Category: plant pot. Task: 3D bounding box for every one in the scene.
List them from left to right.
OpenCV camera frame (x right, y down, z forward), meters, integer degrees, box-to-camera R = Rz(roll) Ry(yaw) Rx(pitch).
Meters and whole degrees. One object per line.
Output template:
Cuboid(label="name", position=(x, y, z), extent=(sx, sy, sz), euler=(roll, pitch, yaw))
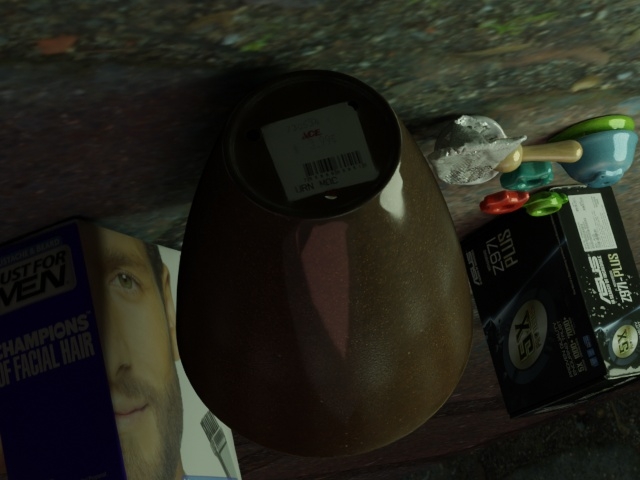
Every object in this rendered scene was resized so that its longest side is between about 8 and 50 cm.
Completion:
Cuboid(label="plant pot", position=(0.000, 0.000, 0.917), extent=(0.215, 0.215, 0.230), euler=(-12, 151, -5))

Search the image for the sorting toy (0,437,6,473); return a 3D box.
Cuboid(label="sorting toy", position=(-0.322, 0.169, 1.401), extent=(0.255, 0.089, 0.257), euler=(-5, 163, -27))

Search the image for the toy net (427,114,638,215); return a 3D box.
Cuboid(label="toy net", position=(0.145, -0.063, 1.073), extent=(0.122, 0.045, 0.232), euler=(-24, 160, 39))

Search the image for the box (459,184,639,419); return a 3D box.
Cuboid(label="box", position=(0.220, 0.057, 1.295), extent=(0.077, 0.180, 0.147), euler=(-5, 163, -32))

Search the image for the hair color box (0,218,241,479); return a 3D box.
Cuboid(label="hair color box", position=(-0.147, 0.169, 1.077), extent=(0.110, 0.339, 0.185), euler=(-21, 163, 19))
